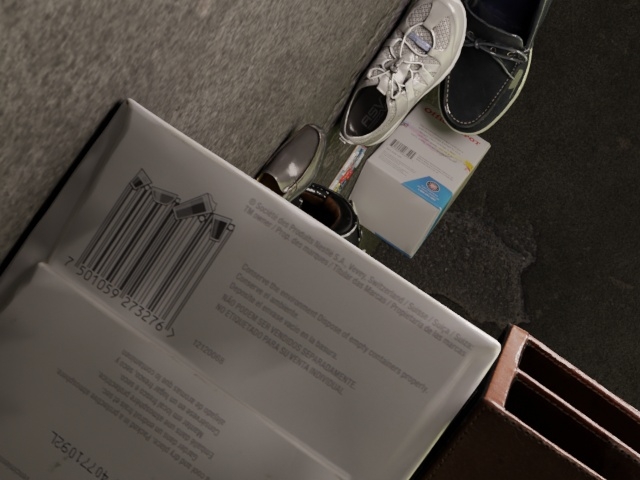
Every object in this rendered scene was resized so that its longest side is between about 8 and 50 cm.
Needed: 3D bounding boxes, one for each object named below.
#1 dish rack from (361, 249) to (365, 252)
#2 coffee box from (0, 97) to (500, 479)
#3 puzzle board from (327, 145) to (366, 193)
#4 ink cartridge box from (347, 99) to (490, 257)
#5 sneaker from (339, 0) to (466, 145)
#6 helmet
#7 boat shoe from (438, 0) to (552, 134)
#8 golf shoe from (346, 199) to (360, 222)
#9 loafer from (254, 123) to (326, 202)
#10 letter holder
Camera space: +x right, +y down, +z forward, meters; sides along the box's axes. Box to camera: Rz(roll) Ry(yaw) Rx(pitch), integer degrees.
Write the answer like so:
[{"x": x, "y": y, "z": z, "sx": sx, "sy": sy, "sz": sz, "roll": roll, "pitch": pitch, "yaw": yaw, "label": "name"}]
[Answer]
[{"x": -0.058, "y": 0.155, "z": 1.552, "sx": 0.285, "sy": 0.072, "sz": 0.333, "roll": -35, "pitch": 179, "yaw": -40, "label": "dish rack"}, {"x": -0.087, "y": 0.133, "z": 0.761, "sx": 0.338, "sy": 0.337, "sz": 0.334, "roll": -55, "pitch": 172, "yaw": -1, "label": "coffee box"}, {"x": 0.049, "y": -0.132, "z": 1.653, "sx": 0.128, "sy": 0.011, "sz": 0.096, "roll": -56, "pitch": 172, "yaw": 6, "label": "puzzle board"}, {"x": 0.223, "y": -0.145, "z": 1.945, "sx": 0.270, "sy": 0.198, "sz": 0.197, "roll": -48, "pitch": 169, "yaw": -38, "label": "ink cartridge box"}, {"x": 0.123, "y": -0.248, "z": 1.272, "sx": 0.281, "sy": 0.105, "sz": 0.115, "roll": -59, "pitch": 171, "yaw": 29, "label": "sneaker"}, {"x": -0.031, "y": 0.012, "z": 1.226, "sx": 0.169, "sy": 0.169, "sz": 0.162, "roll": -46, "pitch": 162, "yaw": -49, "label": "helmet"}, {"x": 0.340, "y": -0.414, "z": 1.632, "sx": 0.156, "sy": 0.186, "sz": 0.500, "roll": -39, "pitch": 158, "yaw": -46, "label": "boat shoe"}, {"x": 0.025, "y": -0.022, "z": 1.843, "sx": 0.176, "sy": 0.069, "sz": 0.086, "roll": -52, "pitch": 152, "yaw": -38, "label": "golf shoe"}, {"x": -0.051, "y": -0.081, "z": 1.107, "sx": 0.170, "sy": 0.062, "sz": 0.061, "roll": -57, "pitch": 167, "yaw": 6, "label": "loafer"}, {"x": 0.147, "y": 0.263, "z": 0.675, "sx": 0.302, "sy": 0.214, "sz": 0.152, "roll": -58, "pitch": 171, "yaw": 23, "label": "letter holder"}]
